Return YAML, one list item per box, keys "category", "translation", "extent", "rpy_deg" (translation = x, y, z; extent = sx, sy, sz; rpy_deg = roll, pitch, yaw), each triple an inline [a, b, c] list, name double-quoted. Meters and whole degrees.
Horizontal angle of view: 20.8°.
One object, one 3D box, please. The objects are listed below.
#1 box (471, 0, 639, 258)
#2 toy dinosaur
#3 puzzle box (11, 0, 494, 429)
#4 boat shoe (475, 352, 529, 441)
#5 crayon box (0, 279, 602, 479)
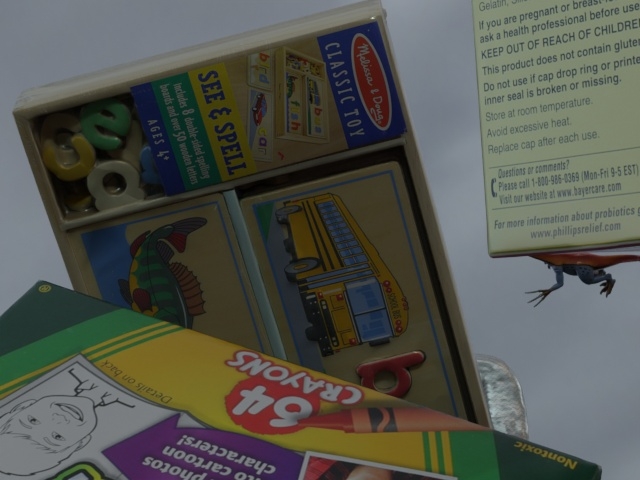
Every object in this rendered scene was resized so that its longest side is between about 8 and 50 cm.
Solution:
- category: "box"
  translation: [0.188, -0.116, 0.887]
  extent: [0.213, 0.243, 0.117]
  rpy_deg: [-2, -2, -42]
- category: "toy dinosaur"
  translation: [0.199, 0.012, 1.407]
  extent: [0.082, 0.047, 0.090]
  rpy_deg: [31, -61, -28]
- category: "puzzle box"
  translation: [-0.033, 0.049, 1.288]
  extent: [0.272, 0.052, 0.409]
  rpy_deg: [-15, -69, 6]
- category: "boat shoe"
  translation: [0.159, 0.275, 1.615]
  extent: [0.121, 0.335, 0.119]
  rpy_deg: [0, -20, 6]
- category: "crayon box"
  translation: [-0.081, 0.187, 0.900]
  extent: [0.313, 0.363, 0.106]
  rpy_deg: [-48, -33, -47]
